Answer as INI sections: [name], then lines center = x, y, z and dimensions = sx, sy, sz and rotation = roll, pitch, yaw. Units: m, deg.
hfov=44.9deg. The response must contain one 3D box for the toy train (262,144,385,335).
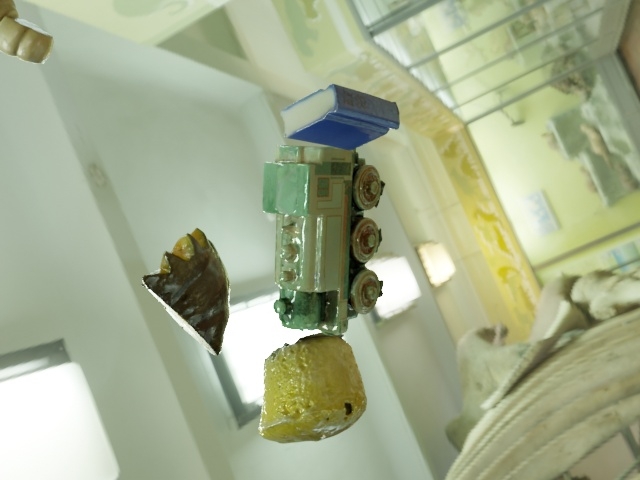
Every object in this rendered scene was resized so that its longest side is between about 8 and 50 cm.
[toy train]
center = 0.000, 0.000, 0.741
dimensions = 0.125, 0.081, 0.193
rotation = -5, -81, -51

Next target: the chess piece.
[chess piece]
center = -0.578, -0.368, 1.138
dimensions = 0.397, 0.117, 0.117
rotation = 29, -159, -2

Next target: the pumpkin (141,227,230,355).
[pumpkin]
center = -0.177, 0.085, 1.223
dimensions = 0.149, 0.130, 0.254
rotation = 40, 165, 9

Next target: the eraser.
[eraser]
center = 0.018, -0.103, 0.650
dimensions = 0.085, 0.063, 0.027
rotation = 4, -109, -48

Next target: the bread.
[bread]
center = -0.020, 0.259, 1.326
dimensions = 0.197, 0.197, 0.170
rotation = 34, -139, -60
